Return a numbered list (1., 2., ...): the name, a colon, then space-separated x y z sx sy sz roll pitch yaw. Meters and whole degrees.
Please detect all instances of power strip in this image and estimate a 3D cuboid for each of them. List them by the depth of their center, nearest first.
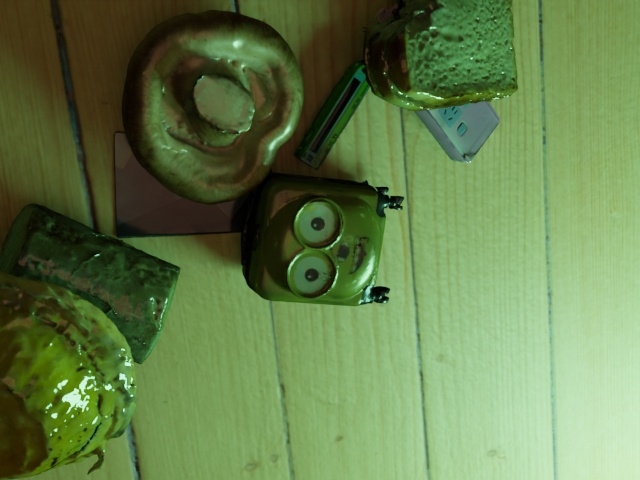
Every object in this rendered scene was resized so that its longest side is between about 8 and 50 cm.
1. power strip: 0.177 -0.245 1.448 0.279 0.037 0.109 49 66 -24

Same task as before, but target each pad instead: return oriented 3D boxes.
1. pad: -0.191 -0.087 1.428 0.243 0.004 0.164 -3 105 -15

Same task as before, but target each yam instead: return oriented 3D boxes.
1. yam: -0.332 0.065 1.350 0.268 0.161 0.161 27 96 -18

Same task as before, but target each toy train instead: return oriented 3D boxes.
1. toy train: 0.030 -0.209 1.435 0.042 0.044 0.209 31 93 -21

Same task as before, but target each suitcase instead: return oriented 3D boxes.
1. suitcase: 0.000 0.000 1.428 0.234 0.143 0.194 4 103 -19

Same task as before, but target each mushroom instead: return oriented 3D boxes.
1. mushroom: -0.150 -0.191 1.336 0.278 0.146 0.278 -6 108 -19

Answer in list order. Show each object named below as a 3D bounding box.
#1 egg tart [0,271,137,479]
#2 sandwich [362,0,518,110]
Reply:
1. egg tart: -0.440 0.201 1.276 0.387 0.169 0.388 5 128 6
2. sandwich: 0.176 -0.335 1.361 0.254 0.099 0.289 -7 96 -33
